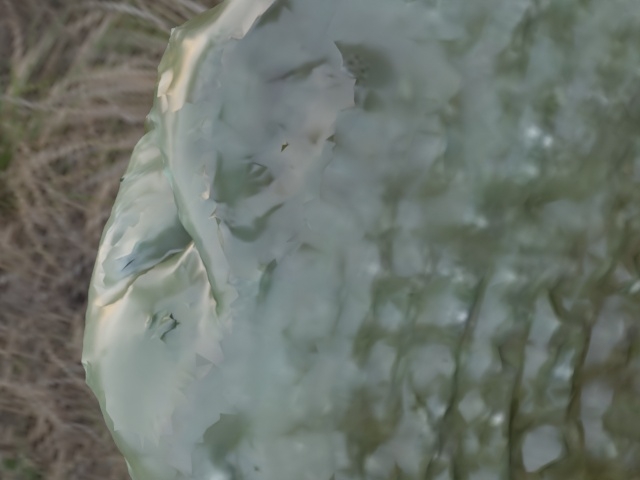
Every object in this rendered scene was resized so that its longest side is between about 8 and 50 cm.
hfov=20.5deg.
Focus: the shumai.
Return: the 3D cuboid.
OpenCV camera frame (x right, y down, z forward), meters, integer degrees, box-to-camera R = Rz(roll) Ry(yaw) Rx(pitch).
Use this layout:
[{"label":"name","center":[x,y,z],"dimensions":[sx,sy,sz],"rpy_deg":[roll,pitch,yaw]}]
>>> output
[{"label":"shumai","center":[0.053,-0.023,0.587],"dimensions":[0.304,0.309,0.263],"rpy_deg":[-61,31,-2]}]
